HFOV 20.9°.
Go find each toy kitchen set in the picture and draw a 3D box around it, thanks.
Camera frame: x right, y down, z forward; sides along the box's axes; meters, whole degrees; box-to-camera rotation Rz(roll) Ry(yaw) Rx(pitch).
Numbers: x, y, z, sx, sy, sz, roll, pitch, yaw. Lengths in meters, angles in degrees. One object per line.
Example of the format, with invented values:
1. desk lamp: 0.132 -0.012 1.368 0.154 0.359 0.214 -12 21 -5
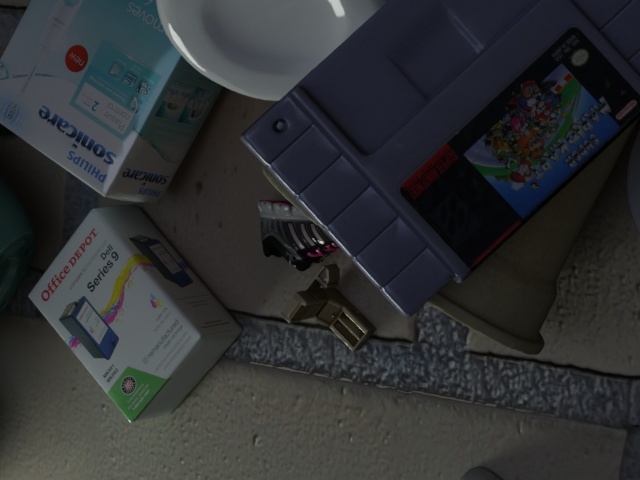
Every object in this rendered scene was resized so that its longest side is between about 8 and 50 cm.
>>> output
1. toy kitchen set: 0.018 0.075 1.908 0.075 0.083 0.068 45 114 20

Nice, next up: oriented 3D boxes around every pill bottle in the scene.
1. pill bottle: -0.020 -0.351 1.718 0.229 0.229 0.407 -21 40 29

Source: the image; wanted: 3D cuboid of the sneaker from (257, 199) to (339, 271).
1. sneaker: 0.000 0.000 1.927 0.170 0.063 0.075 10 98 34

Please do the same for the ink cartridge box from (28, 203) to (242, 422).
1. ink cartridge box: -0.221 0.084 2.041 0.212 0.093 0.154 50 115 20

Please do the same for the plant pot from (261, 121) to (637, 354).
1. plant pot: 0.165 -0.106 1.704 0.334 0.334 0.305 38 99 22

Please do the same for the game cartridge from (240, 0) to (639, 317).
1. game cartridge: 0.135 -0.127 1.538 0.355 0.068 0.230 -43 88 -3

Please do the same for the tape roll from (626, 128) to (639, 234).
1. tape roll: 0.412 -0.057 1.680 0.219 0.072 0.219 3 95 30

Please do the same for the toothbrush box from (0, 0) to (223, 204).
1. toothbrush box: -0.223 -0.221 1.982 0.216 0.126 0.295 35 102 23

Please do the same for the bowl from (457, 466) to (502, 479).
1. bowl: 0.170 0.332 1.858 0.142 0.053 0.142 42 111 20

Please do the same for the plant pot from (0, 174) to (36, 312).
1. plant pot: -0.489 0.004 2.089 0.235 0.293 0.293 34 110 7

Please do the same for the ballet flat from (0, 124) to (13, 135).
1. ballet flat: -0.352 -0.172 2.121 0.173 0.049 0.057 -27 78 25
